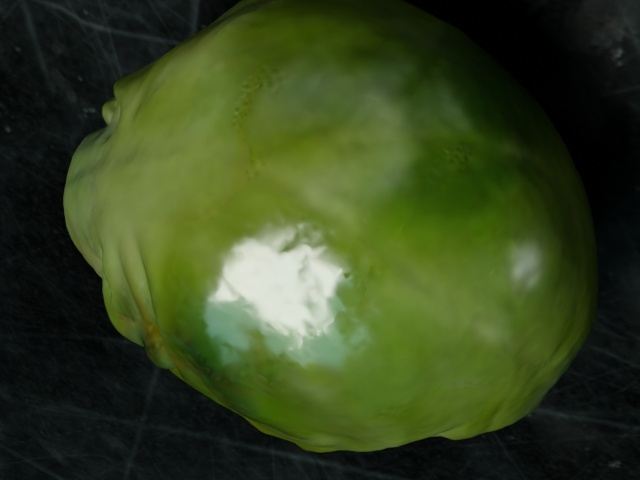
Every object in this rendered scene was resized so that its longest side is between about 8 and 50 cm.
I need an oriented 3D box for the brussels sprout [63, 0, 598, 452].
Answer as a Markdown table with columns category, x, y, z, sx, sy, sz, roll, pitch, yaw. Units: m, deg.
| category | x | y | z | sx | sy | sz | roll | pitch | yaw |
| --- | --- | --- | --- | --- | --- | --- | --- | --- | --- |
| brussels sprout | 0.000 | 0.000 | 0.813 | 0.344 | 0.268 | 0.344 | 23 | 148 | 16 |
